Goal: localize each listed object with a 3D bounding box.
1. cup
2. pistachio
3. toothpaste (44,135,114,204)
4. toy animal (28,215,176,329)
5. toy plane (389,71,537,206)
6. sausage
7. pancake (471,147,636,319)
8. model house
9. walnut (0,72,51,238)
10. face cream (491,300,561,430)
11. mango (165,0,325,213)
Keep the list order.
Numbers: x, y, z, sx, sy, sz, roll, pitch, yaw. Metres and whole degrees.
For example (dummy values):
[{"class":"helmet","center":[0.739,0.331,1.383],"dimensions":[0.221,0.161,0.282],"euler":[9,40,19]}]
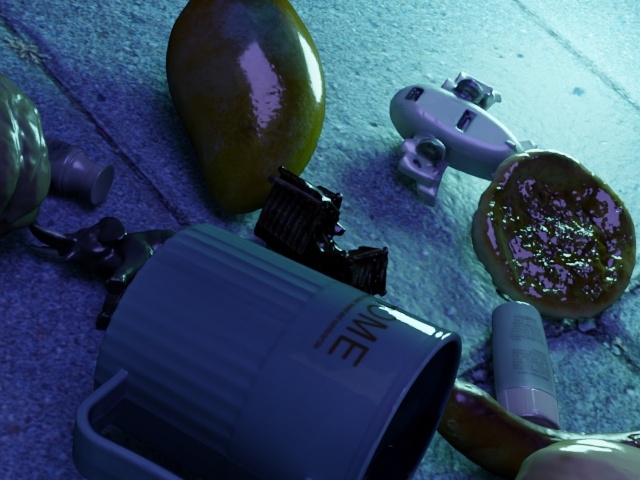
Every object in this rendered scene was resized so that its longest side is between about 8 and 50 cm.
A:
[{"class":"cup","center":[-0.066,0.175,1.352],"dimensions":[0.311,0.257,0.331],"euler":[26,66,19]},{"class":"pistachio","center":[0.347,0.329,1.454],"dimensions":[0.318,0.214,0.193],"euler":[15,85,-14]},{"class":"toothpaste","center":[-0.390,-0.127,1.670],"dimensions":[0.266,0.061,0.096],"euler":[27,41,11]},{"class":"toy animal","center":[-0.239,0.034,1.554],"dimensions":[0.269,0.082,0.137],"euler":[13,39,-10]},{"class":"toy plane","center":[0.211,-0.149,1.965],"dimensions":[0.244,0.117,0.245],"euler":[5,59,-8]},{"class":"sausage","center":[0.263,0.247,1.578],"dimensions":[0.302,0.103,0.076],"euler":[16,7,-16]},{"class":"pancake","center":[0.345,-0.006,1.882],"dimensions":[0.282,0.049,0.282],"euler":[9,64,-20]},{"class":"model house","center":[0.010,-0.001,1.659],"dimensions":[0.203,0.164,0.141],"euler":[39,47,12]},{"class":"walnut","center":[-0.419,-0.102,1.504],"dimensions":[0.224,0.224,0.224],"euler":[15,42,-14]},{"class":"face cream","center":[0.264,0.170,1.695],"dimensions":[0.084,0.057,0.198],"euler":[15,44,-12]},{"class":"mango","center":[-0.105,-0.210,1.801],"dimensions":[0.221,0.199,0.384],"euler":[14,54,-23]}]
